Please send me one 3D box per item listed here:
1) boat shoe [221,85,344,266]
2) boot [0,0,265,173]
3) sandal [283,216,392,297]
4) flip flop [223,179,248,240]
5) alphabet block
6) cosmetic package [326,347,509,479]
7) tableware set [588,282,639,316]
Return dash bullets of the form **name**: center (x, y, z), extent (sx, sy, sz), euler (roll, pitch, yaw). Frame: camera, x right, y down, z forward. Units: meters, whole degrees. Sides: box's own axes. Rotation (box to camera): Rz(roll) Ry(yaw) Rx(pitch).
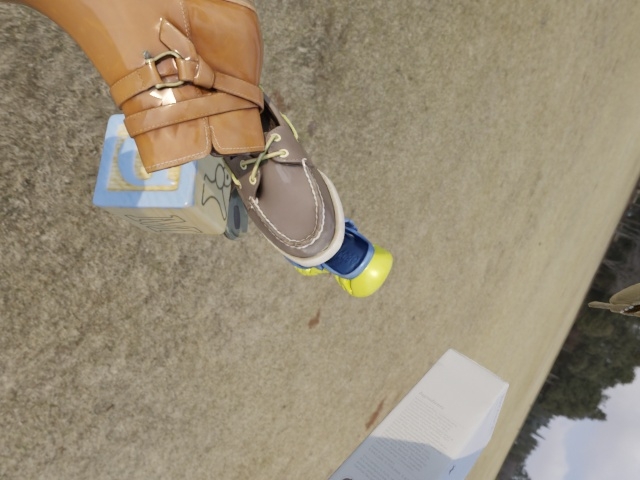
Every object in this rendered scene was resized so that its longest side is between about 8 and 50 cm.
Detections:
- **boat shoe**: center (-0.072, -0.107, 0.580), extent (0.116, 0.325, 0.097), euler (-32, 146, 7)
- **boot**: center (-0.189, -0.174, 0.421), extent (0.283, 0.109, 0.221), euler (-13, 103, -28)
- **sandal**: center (0.000, 0.000, 0.832), extent (0.138, 0.317, 0.126), euler (43, 74, -26)
- **flip flop**: center (-0.216, -0.136, 1.150), extent (0.112, 0.080, 0.278), euler (-6, 96, -51)
- **alphabet block**: center (-0.303, -0.127, 0.897), extent (0.197, 0.193, 0.193), euler (63, 31, -73)
- **cosmetic package**: center (0.110, 0.239, 0.485), extent (0.231, 0.085, 0.118), euler (-31, 134, -34)
- **tableware set**: center (0.436, 0.078, 0.533), extent (0.128, 0.039, 0.194), euler (-24, 176, 3)
